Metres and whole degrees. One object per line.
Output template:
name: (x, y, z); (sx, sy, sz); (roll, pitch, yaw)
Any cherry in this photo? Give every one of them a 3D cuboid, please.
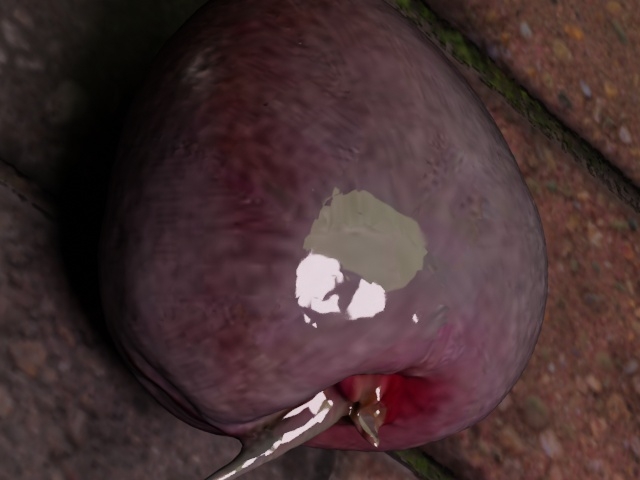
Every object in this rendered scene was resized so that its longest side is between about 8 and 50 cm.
cherry: (0.000, 0.000, 0.880); (0.213, 0.183, 0.266); (17, 67, -43)
